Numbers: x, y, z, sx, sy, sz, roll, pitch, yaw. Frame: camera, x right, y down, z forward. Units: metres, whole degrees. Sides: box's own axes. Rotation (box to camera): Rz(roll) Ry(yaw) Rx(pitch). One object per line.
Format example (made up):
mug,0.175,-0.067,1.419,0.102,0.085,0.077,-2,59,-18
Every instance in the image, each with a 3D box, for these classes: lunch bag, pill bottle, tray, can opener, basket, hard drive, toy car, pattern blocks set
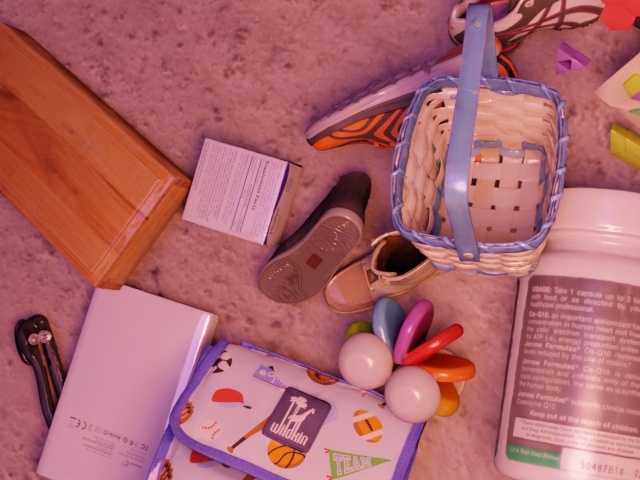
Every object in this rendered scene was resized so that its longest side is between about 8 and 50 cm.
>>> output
lunch bag,-0.065,0.355,1.484,0.328,0.239,0.385,20,78,11
pill bottle,0.339,0.127,1.377,0.204,0.204,0.361,7,83,18
tray,-0.398,-0.132,1.679,0.411,0.076,0.203,41,99,22
can opener,-0.421,0.203,1.711,0.059,0.073,0.186,-20,84,-23
basket,0.181,-0.091,1.274,0.201,0.289,0.254,7,62,12
hard drive,-0.288,0.229,1.643,0.203,0.040,0.307,16,86,22
toy car,0.123,0.145,1.468,0.182,0.159,0.136,34,112,17
pattern blocks set,0.443,-0.174,1.348,0.325,0.285,0.026,26,57,5

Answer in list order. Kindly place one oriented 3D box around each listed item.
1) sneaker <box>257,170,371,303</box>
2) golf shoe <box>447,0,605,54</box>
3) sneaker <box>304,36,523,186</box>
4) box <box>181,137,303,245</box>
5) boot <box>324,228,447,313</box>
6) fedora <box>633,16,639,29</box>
sneaker,0.000,0.000,1.574,0.083,0.118,0.222,39,130,-12
golf shoe,0.297,-0.325,1.463,0.273,0.120,0.105,-27,78,14
sneaker,0.134,-0.139,1.504,0.321,0.124,0.180,-17,107,37
box,-0.113,-0.069,1.607,0.137,0.072,0.126,18,93,18
boot,0.084,0.039,1.490,0.213,0.165,0.077,-23,81,15
fedora,0.473,-0.319,1.359,0.334,0.334,0.152,27,126,17
